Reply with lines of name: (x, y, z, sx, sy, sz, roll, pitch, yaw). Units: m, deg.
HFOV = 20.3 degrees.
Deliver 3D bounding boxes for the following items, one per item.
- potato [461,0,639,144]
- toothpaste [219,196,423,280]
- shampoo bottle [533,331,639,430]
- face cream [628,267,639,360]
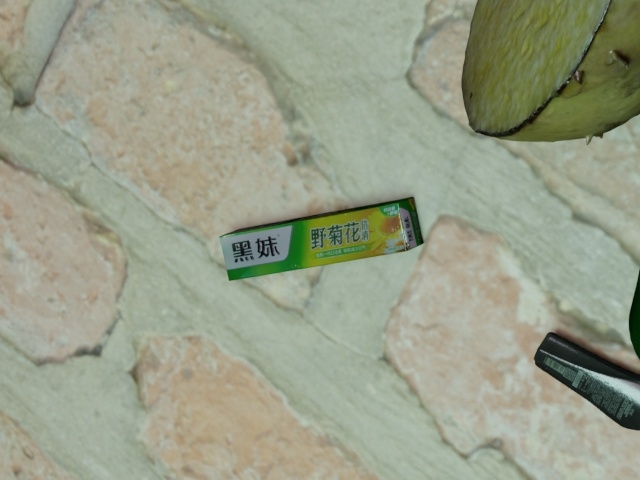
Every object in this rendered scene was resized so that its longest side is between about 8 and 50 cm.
potato: (0.206, -0.181, 1.305, 0.116, 0.299, 0.239, 11, 77, -16)
toothpaste: (0.000, 0.000, 1.524, 0.179, 0.037, 0.043, -10, 96, 28)
shampoo bottle: (0.236, 0.120, 1.432, 0.137, 0.027, 0.048, 31, 124, 19)
face cream: (0.338, -0.065, 1.189, 0.219, 0.312, 0.357, 20, 126, 22)
